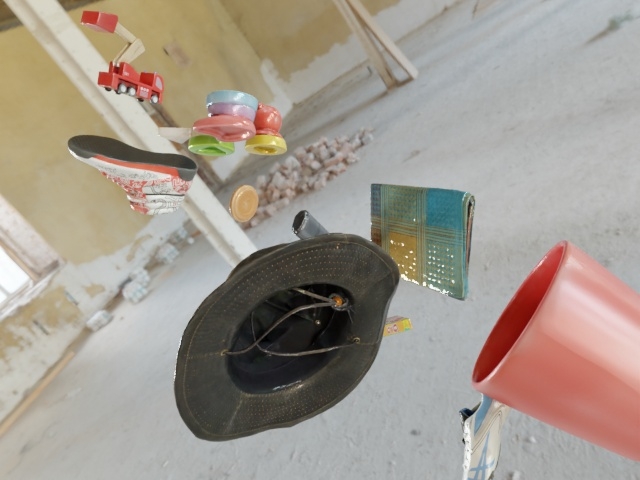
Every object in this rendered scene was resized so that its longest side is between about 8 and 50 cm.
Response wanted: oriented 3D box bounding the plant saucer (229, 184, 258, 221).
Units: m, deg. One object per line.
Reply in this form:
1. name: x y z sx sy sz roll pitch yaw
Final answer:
1. plant saucer: -0.167 -0.082 1.106 0.013 0.084 0.083 16 50 33

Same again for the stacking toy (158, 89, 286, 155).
1. stacking toy: -0.259 -0.326 1.357 0.279 0.131 0.309 0 -4 18

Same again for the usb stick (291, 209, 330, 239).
1. usb stick: 0.000 0.000 1.444 0.045 0.278 0.077 10 71 31

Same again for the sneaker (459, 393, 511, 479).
1. sneaker: 0.286 0.358 0.901 0.086 0.238 0.085 14 2 24

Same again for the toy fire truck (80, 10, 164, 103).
1. toy fire truck: -0.385 -0.357 0.991 0.047 0.135 0.192 15 7 25

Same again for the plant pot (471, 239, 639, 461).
1. plant pot: 0.404 0.176 0.755 0.275 0.243 0.275 -53 -14 -19

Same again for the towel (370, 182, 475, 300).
1. towel: 0.260 -0.013 1.353 0.040 0.272 0.370 -7 13 -32

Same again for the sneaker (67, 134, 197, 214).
1. sneaker: -0.415 -0.131 1.086 0.145 0.269 0.090 -58 45 28

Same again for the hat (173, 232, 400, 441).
1. hat: -0.059 0.104 0.656 0.331 0.331 0.134 -38 47 -6

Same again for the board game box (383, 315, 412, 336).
1. board game box: 0.094 0.241 1.277 0.259 0.039 0.124 -16 -3 -7
